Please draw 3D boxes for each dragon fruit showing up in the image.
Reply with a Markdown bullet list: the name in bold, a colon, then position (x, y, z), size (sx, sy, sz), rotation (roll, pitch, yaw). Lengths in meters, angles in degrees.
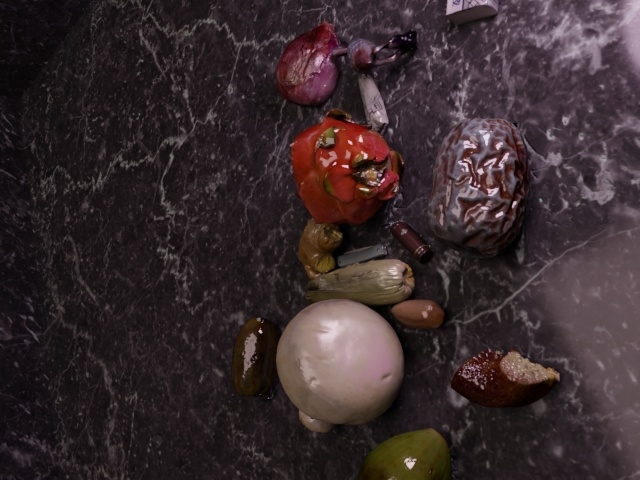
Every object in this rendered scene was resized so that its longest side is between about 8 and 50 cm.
- **dragon fruit**: position (0.089, -0.190, 1.672), size (0.225, 0.305, 0.305), rotation (-20, 67, 36)

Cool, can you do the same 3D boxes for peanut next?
- **peanut**: position (0.236, 0.179, 1.581), size (0.152, 0.076, 0.076), rotation (3, 81, 45)

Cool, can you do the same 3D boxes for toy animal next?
- **toy animal**: position (0.121, -0.516, 1.802), size (0.324, 0.195, 0.090), rotation (11, 125, 46)

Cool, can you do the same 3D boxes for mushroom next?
- **mushroom**: position (0.035, 0.323, 1.579), size (0.315, 0.315, 0.356), rotation (24, 91, 42)

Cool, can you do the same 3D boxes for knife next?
- **knife**: position (0.110, 0.039, 1.764), size (0.162, 0.023, 0.044), rotation (-19, 64, 38)

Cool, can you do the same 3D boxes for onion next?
- **onion**: position (-0.045, -0.557, 1.986), size (0.227, 0.120, 0.283), rotation (17, 91, 38)

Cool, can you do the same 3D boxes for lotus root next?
- **lotus root**: position (-0.192, 0.342, 1.888), size (0.123, 0.124, 0.241), rotation (0, 80, 31)

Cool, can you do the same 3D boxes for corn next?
- **corn**: position (0.099, 0.122, 1.685), size (0.305, 0.123, 0.122), rotation (-16, 70, 39)

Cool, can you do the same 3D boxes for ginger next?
- **ginger**: position (0.000, 0.000, 1.807), size (0.157, 0.102, 0.216), rotation (-109, 38, -52)

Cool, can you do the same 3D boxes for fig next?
- **fig**: position (0.193, 0.533, 1.447), size (0.207, 0.207, 0.230), rotation (44, 110, 39)

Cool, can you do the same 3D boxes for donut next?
- **donut**: position (0.387, 0.307, 1.390), size (0.186, 0.126, 0.144), rotation (28, 105, 42)

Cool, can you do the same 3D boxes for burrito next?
- **burrito**: position (0.147, -0.390, 1.815), size (0.064, 0.064, 0.203), rotation (-24, 65, 35)

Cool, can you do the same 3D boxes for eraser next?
- **eraser**: position (0.394, -0.672, 1.658), size (0.124, 0.068, 0.210), rotation (-2, 78, 44)

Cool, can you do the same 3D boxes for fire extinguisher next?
- **fire extinguisher**: position (0.224, -0.005, 1.661), size (0.064, 0.043, 0.158), rotation (-36, 53, -6)

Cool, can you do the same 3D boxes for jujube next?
- **jujube**: position (0.358, -0.123, 1.466), size (0.226, 0.226, 0.317), rotation (4, 77, 42)
